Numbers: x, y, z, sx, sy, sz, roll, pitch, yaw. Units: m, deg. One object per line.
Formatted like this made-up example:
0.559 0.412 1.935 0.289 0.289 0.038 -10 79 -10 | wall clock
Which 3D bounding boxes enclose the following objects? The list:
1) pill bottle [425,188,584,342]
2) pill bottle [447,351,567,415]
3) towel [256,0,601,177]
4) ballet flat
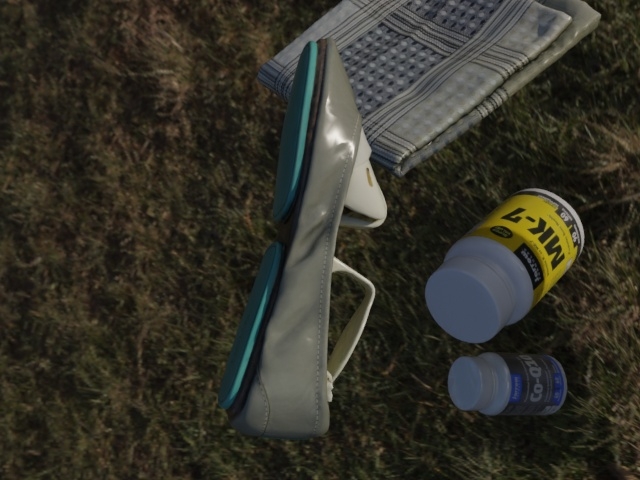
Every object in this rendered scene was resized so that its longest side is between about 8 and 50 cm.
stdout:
0.224 0.030 1.001 0.119 0.119 0.208 24 42 30 | pill bottle
0.232 0.179 1.027 0.078 0.137 0.078 -18 69 59 | pill bottle
0.118 -0.242 1.010 0.324 0.056 0.312 -38 44 -11 | towel
0.000 0.000 0.442 0.068 0.072 0.213 14 82 -12 | ballet flat
